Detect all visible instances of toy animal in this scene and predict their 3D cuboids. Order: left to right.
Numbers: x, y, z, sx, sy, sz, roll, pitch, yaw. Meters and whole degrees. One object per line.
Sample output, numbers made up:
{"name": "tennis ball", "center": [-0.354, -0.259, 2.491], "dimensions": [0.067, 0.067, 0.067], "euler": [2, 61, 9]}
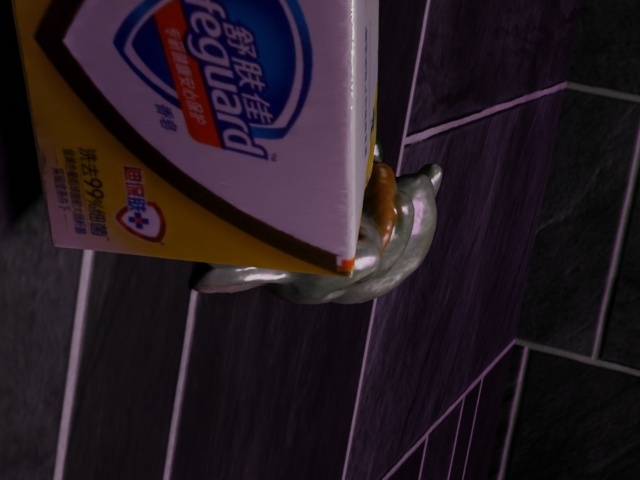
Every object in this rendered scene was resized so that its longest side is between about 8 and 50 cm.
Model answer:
{"name": "toy animal", "center": [0.002, 0.003, 1.114], "dimensions": [0.251, 0.125, 0.127], "euler": [-32, 105, -59]}

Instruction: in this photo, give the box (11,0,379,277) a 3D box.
{"name": "box", "center": [-0.056, -0.117, 0.714], "dimensions": [0.097, 0.168, 0.265], "euler": [-74, 169, -49]}
